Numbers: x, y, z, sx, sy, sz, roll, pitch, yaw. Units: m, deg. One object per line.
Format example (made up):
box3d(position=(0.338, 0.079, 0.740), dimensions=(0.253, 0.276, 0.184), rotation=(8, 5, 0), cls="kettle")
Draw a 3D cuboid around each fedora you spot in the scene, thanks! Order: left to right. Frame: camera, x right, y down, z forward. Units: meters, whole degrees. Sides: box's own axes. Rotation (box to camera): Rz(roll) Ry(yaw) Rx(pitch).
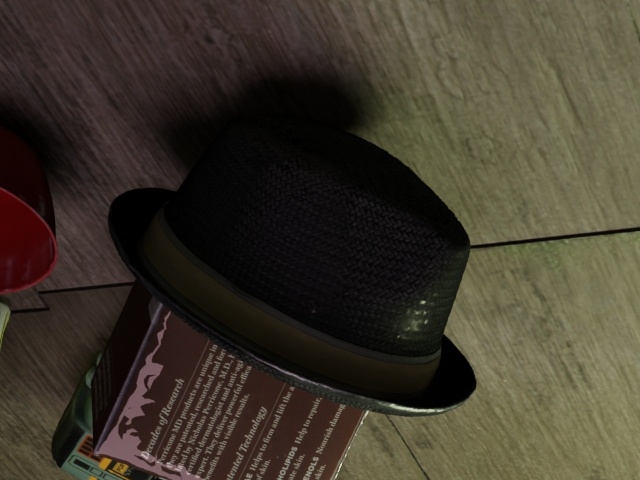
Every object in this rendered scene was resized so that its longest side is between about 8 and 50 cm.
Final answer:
box3d(position=(0.000, 0.000, 1.554), dimensions=(0.334, 0.334, 0.152), rotation=(21, 108, -15), cls="fedora")

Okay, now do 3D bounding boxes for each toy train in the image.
box3d(position=(-0.139, 0.162, 1.890), dimensions=(0.190, 0.142, 0.334), rotation=(27, 141, -8), cls="toy train")

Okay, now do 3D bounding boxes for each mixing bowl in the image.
box3d(position=(-0.308, -0.043, 1.667), dimensions=(0.181, 0.098, 0.181), rotation=(6, 144, 4), cls="mixing bowl")

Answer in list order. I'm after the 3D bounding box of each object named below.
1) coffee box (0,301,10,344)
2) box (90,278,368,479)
box3d(position=(-0.543, 0.210, 1.866), dimensions=(0.334, 0.338, 0.337), rotation=(24, 143, -19), cls="coffee box")
box3d(position=(-0.075, 0.118, 1.663), dimensions=(0.203, 0.168, 0.167), rotation=(22, 104, -13), cls="box")
